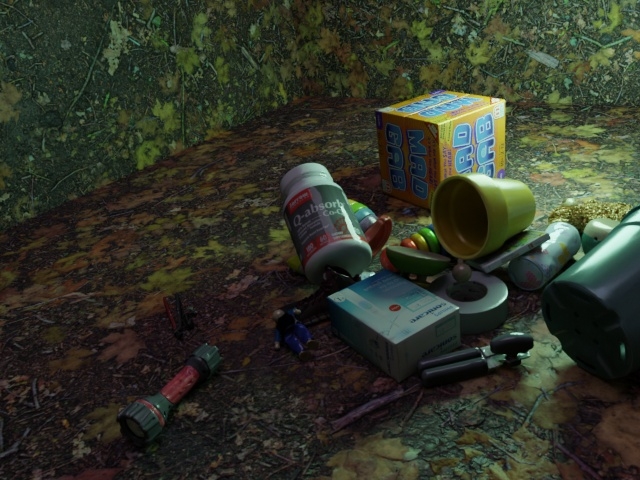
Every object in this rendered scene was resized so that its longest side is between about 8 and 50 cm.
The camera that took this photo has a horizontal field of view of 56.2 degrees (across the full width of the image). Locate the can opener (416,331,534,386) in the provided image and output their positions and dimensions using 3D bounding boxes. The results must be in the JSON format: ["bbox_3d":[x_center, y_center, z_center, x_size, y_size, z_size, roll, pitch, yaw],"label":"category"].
[{"bbox_3d":[0.370,0.279,1.445,0.281,0.093,0.074,-16,28,-2],"label":"can opener"}]

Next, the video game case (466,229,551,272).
[{"bbox_3d":[0.554,0.028,1.791,0.206,0.026,0.227,-29,3,3],"label":"video game case"}]

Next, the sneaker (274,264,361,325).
[{"bbox_3d":[-0.007,0.148,1.733,0.282,0.162,0.106,-11,26,-4],"label":"sneaker"}]

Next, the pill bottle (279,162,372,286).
[{"bbox_3d":[0.003,-0.054,1.856,0.210,0.210,0.362,-15,54,-11],"label":"pill bottle"}]

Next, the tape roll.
[{"bbox_3d":[0.407,0.169,1.664,0.219,0.072,0.219,-8,27,4],"label":"tape roll"}]

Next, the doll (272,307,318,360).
[{"bbox_3d":[-0.083,0.249,1.638,0.046,0.129,0.189,27,11,-42],"label":"doll"}]

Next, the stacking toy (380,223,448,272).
[{"bbox_3d":[0.347,0.017,1.944,0.330,0.141,0.141,-24,29,-14],"label":"stacking toy"}]

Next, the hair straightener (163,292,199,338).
[{"bbox_3d":[-0.422,0.228,1.837,0.089,0.047,0.230,-17,28,-15],"label":"hair straightener"}]

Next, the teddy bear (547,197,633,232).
[{"bbox_3d":[0.925,-0.084,1.962,0.338,0.113,0.245,10,30,33],"label":"teddy bear"}]

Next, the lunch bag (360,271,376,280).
[{"bbox_3d":[0.145,0.132,1.844,0.083,0.053,0.071,9,33,18],"label":"lunch bag"}]

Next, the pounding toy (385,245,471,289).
[{"bbox_3d":[0.293,0.092,1.696,0.237,0.110,0.183,11,7,2],"label":"pounding toy"}]

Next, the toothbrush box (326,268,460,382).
[{"bbox_3d":[0.189,0.214,1.585,0.216,0.126,0.295,-23,31,-26],"label":"toothbrush box"}]

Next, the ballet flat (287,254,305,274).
[{"bbox_3d":[-0.002,0.087,1.965,0.231,0.077,0.077,-1,44,11],"label":"ballet flat"}]

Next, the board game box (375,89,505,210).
[{"bbox_3d":[0.478,-0.366,2.388,0.357,0.356,0.356,-24,30,-28],"label":"board game box"}]

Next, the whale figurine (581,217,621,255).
[{"bbox_3d":[0.895,0.024,1.769,0.272,0.141,0.216,5,18,-29],"label":"whale figurine"}]

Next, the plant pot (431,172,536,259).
[{"bbox_3d":[0.504,-0.087,1.807,0.239,0.253,0.254,-13,25,-29],"label":"plant pot"}]

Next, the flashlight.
[{"bbox_3d":[-0.359,0.367,1.478,0.103,0.103,0.304,6,31,30],"label":"flashlight"}]

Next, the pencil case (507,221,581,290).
[{"bbox_3d":[0.668,0.043,1.786,0.124,0.113,0.273,0,25,46],"label":"pencil case"}]

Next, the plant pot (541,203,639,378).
[{"bbox_3d":[0.724,0.128,1.391,0.334,0.341,0.341,-27,31,-18],"label":"plant pot"}]

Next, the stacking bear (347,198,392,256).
[{"bbox_3d":[0.085,-0.075,2.037,0.289,0.164,0.175,40,87,24],"label":"stacking bear"}]
